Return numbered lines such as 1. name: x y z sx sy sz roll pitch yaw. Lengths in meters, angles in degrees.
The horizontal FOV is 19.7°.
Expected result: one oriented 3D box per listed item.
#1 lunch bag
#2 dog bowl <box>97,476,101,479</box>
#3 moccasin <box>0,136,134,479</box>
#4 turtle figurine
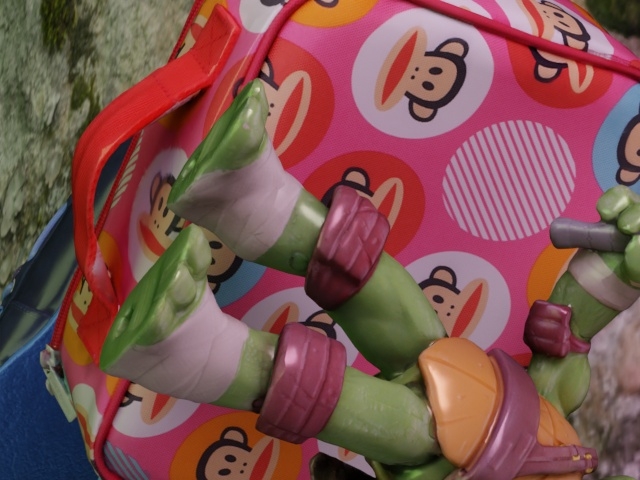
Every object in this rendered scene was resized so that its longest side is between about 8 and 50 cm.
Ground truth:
1. lunch bag: 0.000 0.000 0.871 0.293 0.258 0.120 -63 31 20
2. dog bowl: -0.093 0.198 1.142 0.297 0.074 0.166 -67 29 16
3. moccasin: -0.161 0.059 1.303 0.342 0.138 0.117 -55 27 7
4. turtle figurine: 0.071 0.043 0.720 0.198 0.266 0.275 -61 14 -9
